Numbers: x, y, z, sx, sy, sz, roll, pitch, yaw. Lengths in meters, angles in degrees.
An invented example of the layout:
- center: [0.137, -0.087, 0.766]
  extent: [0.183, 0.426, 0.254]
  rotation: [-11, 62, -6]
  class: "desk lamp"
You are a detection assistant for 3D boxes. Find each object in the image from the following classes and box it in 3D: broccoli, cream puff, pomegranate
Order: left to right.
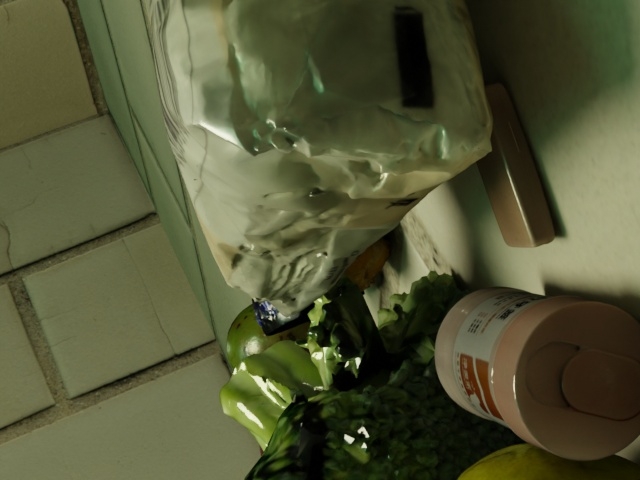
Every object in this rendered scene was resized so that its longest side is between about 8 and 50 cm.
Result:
- center: [-0.057, 0.126, 1.637]
  extent: [0.156, 0.156, 0.220]
  rotation: [51, 128, 54]
  class: "pomegranate"
- center: [0.000, 0.004, 1.123]
  extent: [0.126, 0.103, 0.144]
  rotation: [31, 176, 32]
  class: "cream puff"
- center: [0.049, 0.203, 0.966]
  extent: [0.317, 0.277, 0.338]
  rotation: [57, 159, 16]
  class: "broccoli"

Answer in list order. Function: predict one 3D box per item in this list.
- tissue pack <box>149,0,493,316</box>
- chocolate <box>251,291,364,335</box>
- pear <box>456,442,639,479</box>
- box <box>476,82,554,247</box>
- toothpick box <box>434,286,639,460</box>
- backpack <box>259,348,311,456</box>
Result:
- center: [-0.029, -0.156, 0.779]
  extent: [0.375, 0.195, 0.390]
  rotation: [136, 127, -75]
  class: "tissue pack"
- center: [-0.056, -0.062, 1.282]
  extent: [0.126, 0.148, 0.343]
  rotation: [-37, 64, 45]
  class: "chocolate"
- center: [0.158, 0.228, 0.730]
  extent: [0.200, 0.200, 0.200]
  rotation: [158, 90, -78]
  class: "pear"
- center: [0.127, -0.051, 0.755]
  extent: [0.115, 0.025, 0.048]
  rotation: [69, 163, -6]
  class: "box"
- center: [0.145, 0.083, 0.737]
  extent: [0.149, 0.098, 0.098]
  rotation: [-174, 63, -77]
  class: "toothpick box"
- center: [0.033, 0.282, 1.344]
  extent: [0.283, 0.197, 0.317]
  rotation: [91, 158, -64]
  class: "backpack"
